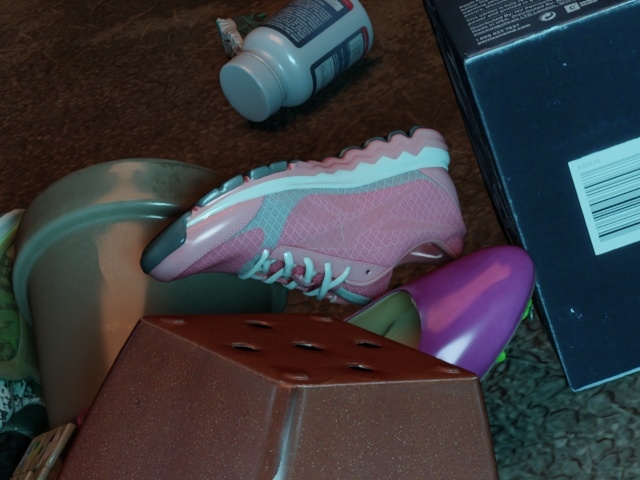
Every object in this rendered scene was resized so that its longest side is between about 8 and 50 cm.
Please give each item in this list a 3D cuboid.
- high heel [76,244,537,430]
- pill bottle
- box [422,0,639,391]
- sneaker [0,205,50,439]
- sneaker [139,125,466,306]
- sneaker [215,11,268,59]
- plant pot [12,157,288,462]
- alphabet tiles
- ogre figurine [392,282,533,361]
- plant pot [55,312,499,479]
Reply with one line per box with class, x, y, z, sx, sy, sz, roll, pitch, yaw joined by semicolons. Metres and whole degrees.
high heel;-0.008;0.098;1.452;0.377;0.181;0.127;-41;35;6
pill bottle;-0.032;-0.223;2.170;0.108;0.108;0.180;14;44;45
box;0.223;-0.105;1.593;0.179;0.343;0.312;-19;30;4
sneaker;-0.318;0.125;1.755;0.158;0.182;0.410;-46;11;35
sneaker;0.001;0.000;1.550;0.314;0.136;0.116;-18;-9;-29
sneaker;-0.081;-0.254;2.301;0.076;0.065;0.166;-19;31;-6
plant pot;-0.154;0.093;1.630;0.263;0.263;0.229;-13;48;13
alphabet tiles;-0.278;0.259;1.486;0.237;0.009;0.198;-61;10;-17
ogre figurine;0.099;0.090;1.588;0.197;0.097;0.118;-59;14;22
plant pot;-0.026;0.184;1.273;0.267;0.236;0.267;1;11;-41
